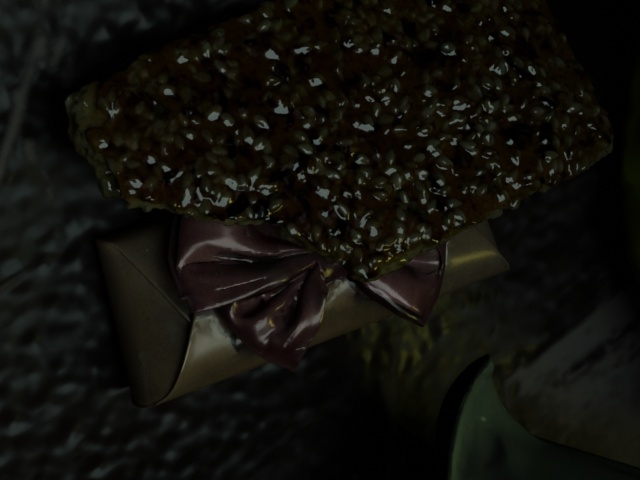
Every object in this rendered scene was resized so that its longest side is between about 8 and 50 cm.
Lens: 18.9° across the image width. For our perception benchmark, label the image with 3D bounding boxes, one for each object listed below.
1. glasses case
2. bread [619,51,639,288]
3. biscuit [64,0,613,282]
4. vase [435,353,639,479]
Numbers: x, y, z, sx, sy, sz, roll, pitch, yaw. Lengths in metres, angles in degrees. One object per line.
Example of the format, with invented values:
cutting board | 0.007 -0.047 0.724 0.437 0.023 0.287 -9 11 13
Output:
glasses case | 0.000 0.000 0.861 0.193 0.070 0.102 -20 111 -24
bread | 0.337 -0.034 0.887 0.348 0.308 0.348 0 89 -14
biscuit | 0.016 -0.051 0.840 0.237 0.026 0.131 -27 85 -27
vase | 0.189 0.199 0.905 0.301 0.156 0.251 10 100 0
